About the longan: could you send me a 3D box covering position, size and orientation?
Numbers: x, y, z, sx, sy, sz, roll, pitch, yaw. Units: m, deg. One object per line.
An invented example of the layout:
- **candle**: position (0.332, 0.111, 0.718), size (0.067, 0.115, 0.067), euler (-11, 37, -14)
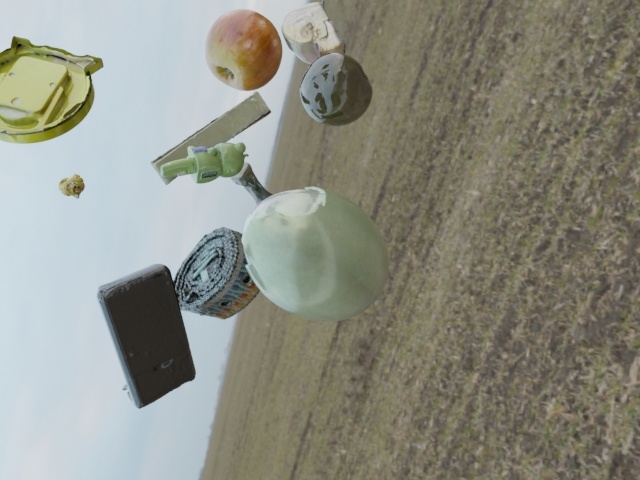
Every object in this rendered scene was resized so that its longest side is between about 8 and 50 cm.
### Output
- **longan**: position (0.041, -0.410, 1.630), size (0.220, 0.196, 0.197), euler (30, -109, -74)

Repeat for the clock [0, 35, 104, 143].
- **clock**: position (-0.666, -0.338, 1.389), size (0.071, 0.277, 0.294), euler (100, -168, -58)

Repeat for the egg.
- **egg**: position (-0.019, 0.021, 1.293), size (0.278, 0.336, 0.278), euler (-29, 41, 29)

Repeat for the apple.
- **apple**: position (-0.272, -0.660, 2.086), size (0.233, 0.286, 0.286), euler (-61, 0, -21)

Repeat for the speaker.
- **speaker**: position (-0.454, 0.240, 1.514), size (0.184, 0.180, 0.389), euler (23, 129, 46)

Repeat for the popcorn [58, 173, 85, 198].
- **popcorn**: position (-0.825, -0.173, 2.000), size (0.084, 0.084, 0.084), euler (-168, 90, -83)

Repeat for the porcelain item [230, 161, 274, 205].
- **porcelain item**: position (-0.181, -0.141, 1.837), size (0.081, 0.216, 0.069), euler (5, 54, 55)

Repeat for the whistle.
- **whistle**: position (-0.283, -0.191, 1.477), size (0.085, 0.227, 0.105), euler (63, 152, 28)

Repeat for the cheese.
- **cheese**: position (-0.326, -0.314, 1.804), size (0.400, 0.085, 0.034), euler (-38, 8, -15)

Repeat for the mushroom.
- **mushroom**: position (-0.033, -0.626, 1.935), size (0.162, 0.173, 0.236), euler (89, 163, -58)

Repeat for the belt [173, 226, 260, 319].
- **belt**: position (-0.274, 0.106, 1.683), size (0.295, 0.160, 0.207), euler (-47, 49, 21)
